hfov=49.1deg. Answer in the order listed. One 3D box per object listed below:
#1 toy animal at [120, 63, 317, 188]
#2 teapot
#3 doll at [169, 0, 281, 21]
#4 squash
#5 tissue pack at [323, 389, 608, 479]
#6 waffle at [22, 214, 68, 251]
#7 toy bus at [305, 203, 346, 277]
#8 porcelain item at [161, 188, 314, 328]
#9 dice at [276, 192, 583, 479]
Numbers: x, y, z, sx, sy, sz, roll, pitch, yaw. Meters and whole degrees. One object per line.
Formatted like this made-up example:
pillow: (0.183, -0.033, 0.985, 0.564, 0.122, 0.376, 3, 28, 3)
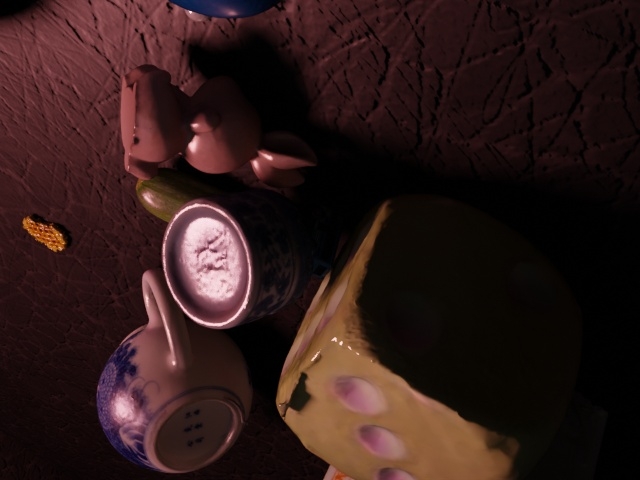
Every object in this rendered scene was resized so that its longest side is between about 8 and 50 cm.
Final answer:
toy animal: (-0.109, -0.123, 0.765, 0.212, 0.124, 0.124, 7, 152, -26)
teapot: (-0.252, 0.237, 1.180, 0.280, 0.252, 0.424, 44, 141, 50)
doll: (-0.111, -0.263, 0.561, 0.256, 0.161, 0.215, 21, 164, 37)
squash: (-0.134, -0.032, 0.896, 0.219, 0.068, 0.077, 24, 162, 7)
tissue pack: (0.168, 0.336, 0.954, 0.162, 0.287, 0.388, 44, 141, -13)
waffle: (-0.466, -0.013, 1.185, 0.085, 0.016, 0.078, 30, 143, 0)
toy bus: (0.000, 0.000, 0.837, 0.046, 0.083, 0.038, 23, 145, -11)
porcelain item: (-0.089, 0.018, 0.785, 0.147, 0.114, 0.147, 8, 104, 36)
dice: (0.112, 0.122, 0.765, 0.249, 0.254, 0.252, 28, 142, -3)
